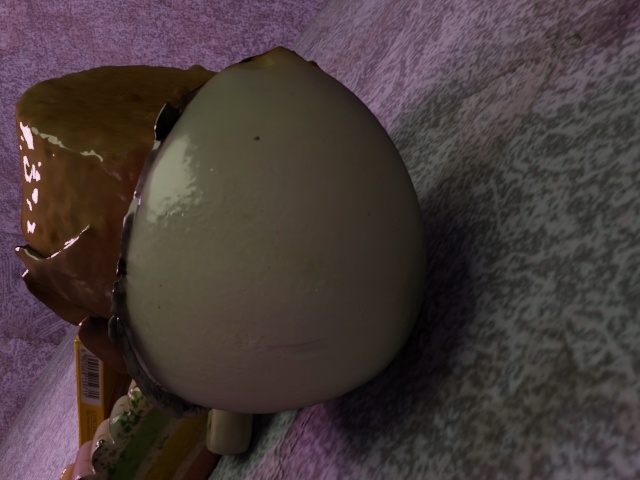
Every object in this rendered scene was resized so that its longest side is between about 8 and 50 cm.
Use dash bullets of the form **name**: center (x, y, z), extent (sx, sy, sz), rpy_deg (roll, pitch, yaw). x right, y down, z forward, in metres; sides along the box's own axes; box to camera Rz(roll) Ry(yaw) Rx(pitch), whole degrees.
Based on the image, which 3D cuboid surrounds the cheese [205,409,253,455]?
- **cheese**: center (-0.075, 0.096, 0.666), extent (0.065, 0.043, 0.193), rpy_deg (179, 98, -79)

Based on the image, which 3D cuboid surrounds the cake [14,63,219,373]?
- **cake**: center (-0.171, -0.009, 0.835), extent (0.332, 0.333, 0.321), rpy_deg (-90, 7, -64)

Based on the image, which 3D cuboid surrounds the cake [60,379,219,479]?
- **cake**: center (-0.162, 0.198, 0.715), extent (0.225, 0.109, 0.090), rpy_deg (-57, 16, -7)

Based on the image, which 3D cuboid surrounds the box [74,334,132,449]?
- **box**: center (-0.274, 0.183, 0.965), extent (0.152, 0.044, 0.269), rpy_deg (-77, -1, -56)

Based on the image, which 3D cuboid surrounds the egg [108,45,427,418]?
- **egg**: center (0.000, 0.005, 0.540), extent (0.286, 0.174, 0.264), rpy_deg (-50, -35, -53)
